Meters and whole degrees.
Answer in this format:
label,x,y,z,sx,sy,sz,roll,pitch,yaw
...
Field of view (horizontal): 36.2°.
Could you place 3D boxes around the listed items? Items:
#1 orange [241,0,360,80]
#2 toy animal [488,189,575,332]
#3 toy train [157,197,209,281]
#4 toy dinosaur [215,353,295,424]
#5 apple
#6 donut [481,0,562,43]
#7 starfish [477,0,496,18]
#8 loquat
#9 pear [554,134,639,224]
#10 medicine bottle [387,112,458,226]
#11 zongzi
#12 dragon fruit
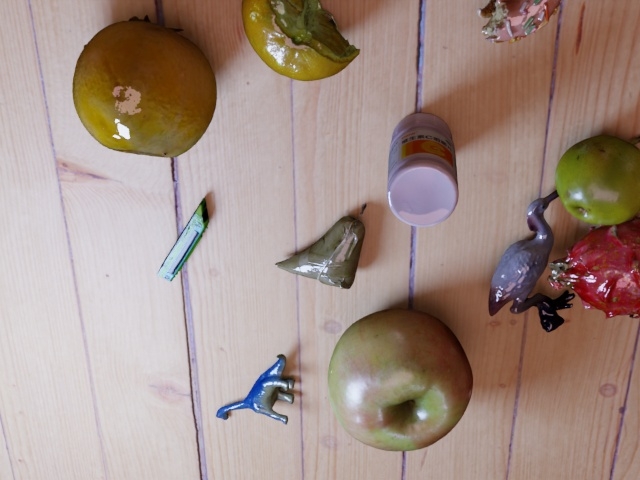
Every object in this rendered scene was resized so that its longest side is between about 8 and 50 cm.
label,x,y,z,sx,sy,sz,roll,pitch,yaw
orange,-0.053,-0.387,1.781,0.158,0.179,0.237,-33,113,19
toy animal,0.433,0.042,2.034,0.195,0.090,0.324,-15,115,-14
toy train,-0.283,0.000,2.105,0.042,0.044,0.209,30,119,-11
toy dinosaur,-0.156,0.341,2.281,0.188,0.075,0.247,9,127,9
apple,0.167,0.290,2.103,0.319,0.277,0.319,-3,124,-4
donut,0.332,-0.459,1.688,0.199,0.085,0.233,-32,112,17
starfish,0.353,-0.501,1.745,0.216,0.071,0.238,25,109,-3
loquat,-0.334,-0.290,1.832,0.275,0.275,0.274,2,120,4
pear,0.555,-0.134,1.888,0.180,0.166,0.216,31,79,19
medicine bottle,0.194,-0.138,1.860,0.133,0.249,0.133,3,119,5
zongzi,0.000,0.000,2.067,0.178,0.081,0.189,15,115,8
dragon fruit,0.592,0.054,1.959,0.268,0.210,0.205,-3,83,7
